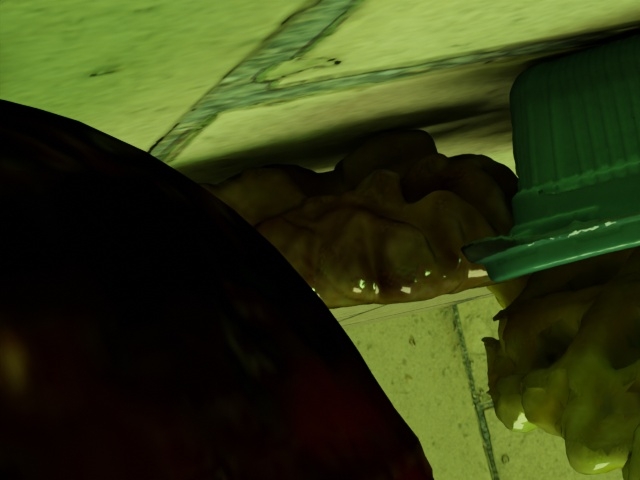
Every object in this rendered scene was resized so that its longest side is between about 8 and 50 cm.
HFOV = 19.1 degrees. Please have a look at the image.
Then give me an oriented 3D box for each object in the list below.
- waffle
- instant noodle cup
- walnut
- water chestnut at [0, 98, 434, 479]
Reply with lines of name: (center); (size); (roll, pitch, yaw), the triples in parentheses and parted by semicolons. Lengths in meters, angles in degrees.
waffle: (0.208, -0.002, 0.740); (0.312, 0.060, 0.307); (-21, -160, 5)
instant noodle cup: (0.147, -0.040, 0.645); (0.179, 0.070, 0.157); (-16, 176, 27)
walnut: (0.000, 0.000, 0.732); (0.170, 0.069, 0.143); (-10, 176, -13)
water chestnut: (-0.131, 0.125, 0.421); (0.350, 0.302, 0.350); (-13, 180, 0)
